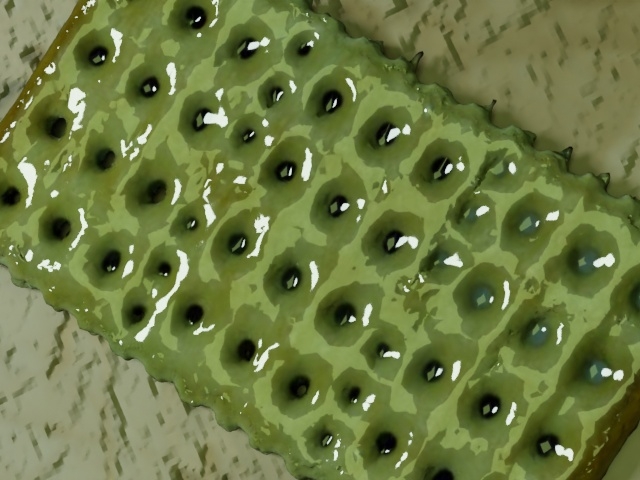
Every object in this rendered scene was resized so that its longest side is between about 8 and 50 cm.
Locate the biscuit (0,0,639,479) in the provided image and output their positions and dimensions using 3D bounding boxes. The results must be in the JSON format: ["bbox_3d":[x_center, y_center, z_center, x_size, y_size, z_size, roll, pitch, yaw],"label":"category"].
[{"bbox_3d":[0.000,0.000,0.497,0.231,0.016,0.139,33,92,12],"label":"biscuit"}]
